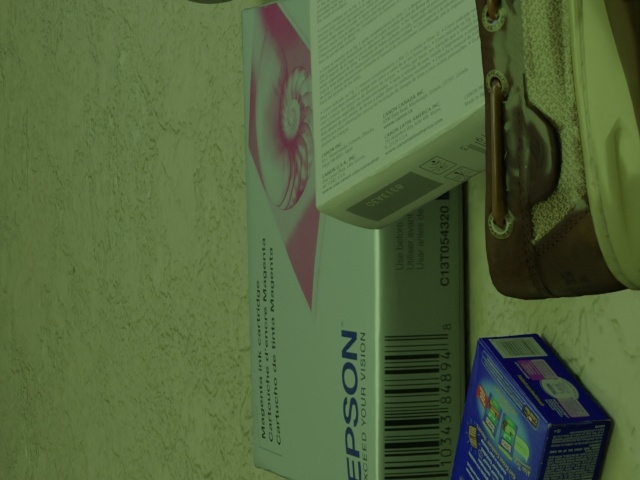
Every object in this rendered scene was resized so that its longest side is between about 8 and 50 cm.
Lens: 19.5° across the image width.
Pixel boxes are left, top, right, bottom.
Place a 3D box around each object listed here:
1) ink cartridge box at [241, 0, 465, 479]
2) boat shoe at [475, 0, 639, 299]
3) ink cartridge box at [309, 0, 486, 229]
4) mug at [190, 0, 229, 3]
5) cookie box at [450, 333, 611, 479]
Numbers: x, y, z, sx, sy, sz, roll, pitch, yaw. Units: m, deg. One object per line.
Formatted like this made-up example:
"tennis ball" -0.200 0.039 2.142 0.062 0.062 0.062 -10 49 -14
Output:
"ink cartridge box" 0.000 0.000 1.246 0.330 0.071 0.324 -178 87 -68
"boat shoe" 0.098 -0.141 0.850 0.123 0.123 0.342 -10 87 33
"ink cartridge box" 0.066 -0.141 1.020 0.181 0.056 0.225 -31 51 45
"mug" -0.093 -0.282 1.412 0.150 0.113 0.169 110 147 -48
"cookie box" 0.109 0.119 1.001 0.092 0.040 0.107 -126 40 -55
